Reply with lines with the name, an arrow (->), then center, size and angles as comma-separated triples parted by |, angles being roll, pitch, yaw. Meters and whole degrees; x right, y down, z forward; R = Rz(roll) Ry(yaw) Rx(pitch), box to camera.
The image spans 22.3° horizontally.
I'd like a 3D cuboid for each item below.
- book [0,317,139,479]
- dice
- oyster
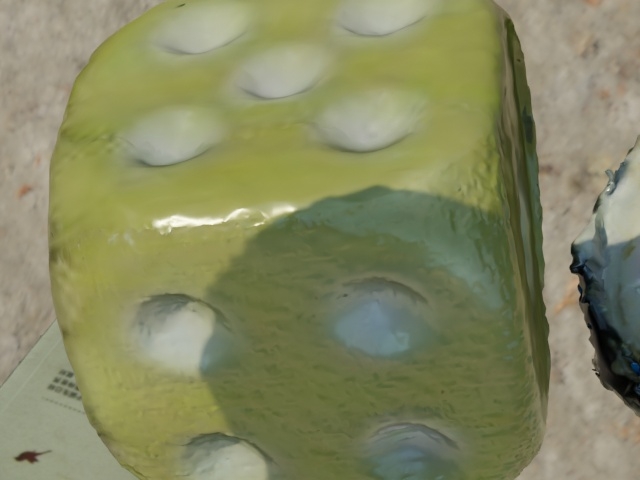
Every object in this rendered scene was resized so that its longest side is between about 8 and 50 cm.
book -> -0.028, 0.057, 0.788 | 0.201, 0.026, 0.289 | 22, 44, 12
dice -> 0.000, 0.000, 0.645 | 0.169, 0.166, 0.169 | -4, 39, 11
oyster -> 0.234, -0.016, 0.897 | 0.092, 0.198, 0.259 | 42, 69, -22
